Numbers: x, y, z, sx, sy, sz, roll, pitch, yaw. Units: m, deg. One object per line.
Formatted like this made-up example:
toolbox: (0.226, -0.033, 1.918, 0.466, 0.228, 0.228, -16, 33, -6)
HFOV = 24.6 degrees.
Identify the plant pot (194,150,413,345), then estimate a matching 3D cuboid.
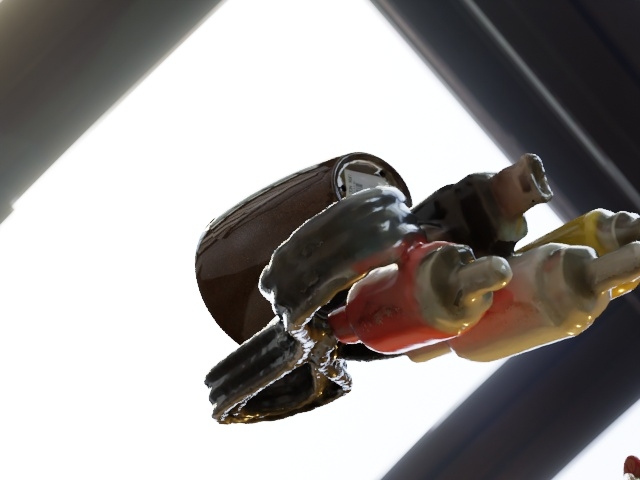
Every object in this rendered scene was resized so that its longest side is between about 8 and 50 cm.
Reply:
plant pot: (0.000, 0.000, 1.694, 0.230, 0.215, 0.215, -42, -164, 48)

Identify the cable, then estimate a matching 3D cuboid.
cable: (0.011, 0.046, 0.582, 0.139, 0.072, 0.287, -11, 161, -35)

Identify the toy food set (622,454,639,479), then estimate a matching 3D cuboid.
toy food set: (0.187, 0.167, 0.849, 0.083, 0.020, 0.082, 145, -55, -87)
